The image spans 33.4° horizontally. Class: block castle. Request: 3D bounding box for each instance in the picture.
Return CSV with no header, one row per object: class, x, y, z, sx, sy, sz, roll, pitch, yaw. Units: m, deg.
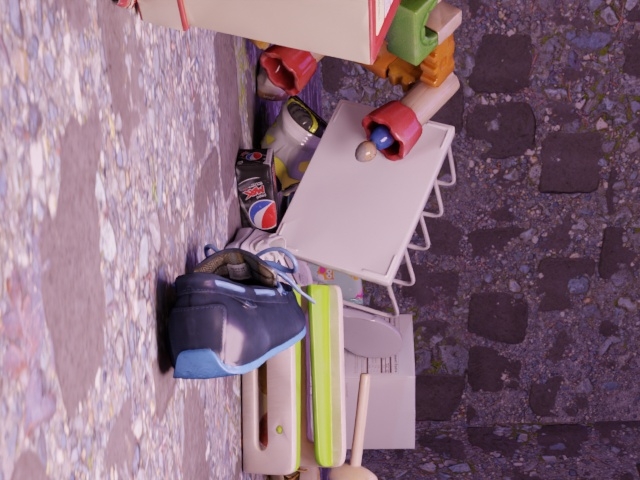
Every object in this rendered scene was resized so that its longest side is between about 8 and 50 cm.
block castle,0.025,-0.337,1.480,0.213,0.303,0.453,-45,154,-21

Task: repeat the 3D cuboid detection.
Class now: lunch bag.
lunch bag,0.000,0.000,2.256,0.262,0.160,0.224,-113,-164,-69

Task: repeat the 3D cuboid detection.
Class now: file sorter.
file sorter,0.080,-0.042,1.667,0.173,0.192,0.278,68,42,-59

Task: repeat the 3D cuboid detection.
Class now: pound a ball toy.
pound a ball toy,-0.027,0.226,1.593,0.208,0.135,0.319,6,81,-50

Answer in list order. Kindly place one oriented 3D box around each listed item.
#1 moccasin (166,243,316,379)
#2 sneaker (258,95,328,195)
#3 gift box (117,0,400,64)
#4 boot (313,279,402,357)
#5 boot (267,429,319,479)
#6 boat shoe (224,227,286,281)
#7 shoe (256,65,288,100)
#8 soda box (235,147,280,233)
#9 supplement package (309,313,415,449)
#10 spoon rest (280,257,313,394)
moccasin,-0.079,0.061,1.148,0.342,0.137,0.117,-58,142,-85
sneaker,-0.046,-0.163,1.878,0.147,0.145,0.384,-51,175,7
gift box,-0.052,-0.313,0.886,0.255,0.258,0.276,87,23,-52
boot,0.037,0.138,2.067,0.123,0.258,0.095,-92,-155,-57
boot,-0.048,0.386,1.763,0.203,0.095,0.262,83,5,-61
boat shoe,-0.087,0.032,1.466,0.226,0.075,0.083,-83,171,-66
shoe,-0.069,-0.304,1.896,0.219,0.076,0.058,-78,172,-66
soda box,-0.092,-0.052,1.609,0.060,0.053,0.169,-86,173,-58
supplement package,0.059,0.286,2.163,0.198,0.262,0.199,-86,174,-55
spoon rest,-0.058,0.134,1.847,0.137,0.084,0.277,22,58,-63
